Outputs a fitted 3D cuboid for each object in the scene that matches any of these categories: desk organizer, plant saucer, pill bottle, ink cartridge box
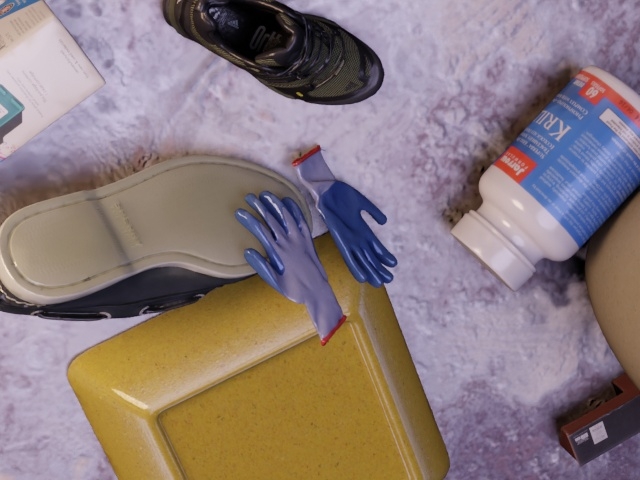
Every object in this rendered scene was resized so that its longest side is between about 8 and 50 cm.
[{"bbox_3d":[0.326,0.193,1.715,0.130,0.050,0.047,-29,117,-8],"label":"desk organizer"},{"bbox_3d":[-0.041,0.199,1.566,0.333,0.081,0.332,-27,117,-10],"label":"plant saucer"},{"bbox_3d":[0.239,-0.058,1.546,0.221,0.124,0.124,-47,118,0],"label":"pill bottle"},{"bbox_3d":[-0.309,-0.111,1.317,0.231,0.134,0.078,-37,118,-3],"label":"ink cartridge box"}]

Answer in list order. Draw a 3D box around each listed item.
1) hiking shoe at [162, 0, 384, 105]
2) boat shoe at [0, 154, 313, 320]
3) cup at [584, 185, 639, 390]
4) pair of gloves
[{"bbox_3d":[-0.033,-0.171,1.407,0.227,0.114,0.086,18,103,-25],"label":"hiking shoe"},{"bbox_3d":[-0.163,0.010,1.425,0.340,0.113,0.127,-18,78,-40],"label":"boat shoe"},{"bbox_3d":[0.407,0.042,1.568,0.331,0.237,0.331,-8,107,-28],"label":"cup"},{"bbox_3d":[0.000,0.000,1.475,0.159,0.023,0.198,58,40,-10],"label":"pair of gloves"}]
